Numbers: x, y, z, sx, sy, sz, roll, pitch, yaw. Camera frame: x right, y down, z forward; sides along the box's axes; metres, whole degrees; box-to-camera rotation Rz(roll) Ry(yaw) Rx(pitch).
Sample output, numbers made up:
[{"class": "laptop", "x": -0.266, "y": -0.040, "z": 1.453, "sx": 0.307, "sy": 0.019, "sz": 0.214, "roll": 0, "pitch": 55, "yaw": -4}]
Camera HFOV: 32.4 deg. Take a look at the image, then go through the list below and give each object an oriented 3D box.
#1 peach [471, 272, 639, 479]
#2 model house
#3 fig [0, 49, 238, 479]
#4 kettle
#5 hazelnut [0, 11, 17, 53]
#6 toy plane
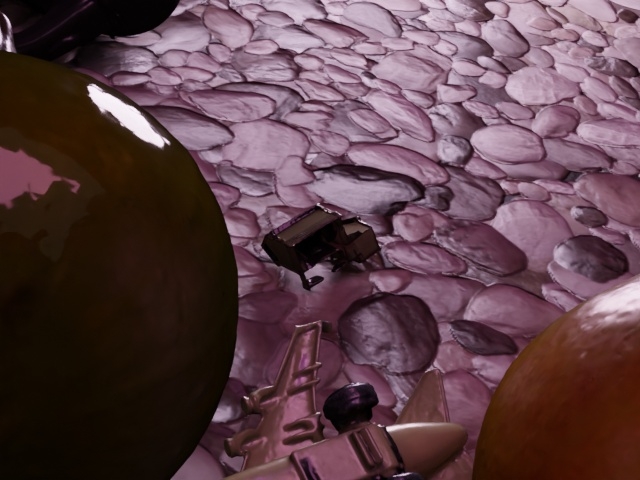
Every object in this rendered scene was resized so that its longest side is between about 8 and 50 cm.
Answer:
[{"class": "peach", "x": 0.234, "y": 0.162, "z": 0.613, "sx": 0.332, "sy": 0.308, "sz": 0.308, "roll": -31, "pitch": 54, "yaw": -23}, {"class": "model house", "x": 0.000, "y": 0.000, "z": 0.935, "sx": 0.083, "sy": 0.057, "sz": 0.058, "roll": -33, "pitch": 28, "yaw": -22}, {"class": "fig", "x": -0.194, "y": 0.025, "z": 0.650, "sx": 0.316, "sy": 0.316, "sz": 0.316, "roll": 9, "pitch": 37, "yaw": -7}, {"class": "kettle", "x": -0.257, "y": -0.316, "z": 1.140, "sx": 0.250, "sy": 0.207, "sz": 0.271, "roll": -18, "pitch": 54, "yaw": -44}, {"class": "hazelnut", "x": -0.320, "y": -0.099, "z": 0.812, "sx": 0.229, "sy": 0.230, "sz": 0.229, "roll": 9, "pitch": 37, "yaw": -7}, {"class": "toy plane", "x": 0.003, "y": 0.154, "z": 0.701, "sx": 0.244, "sy": 0.092, "sz": 0.229, "roll": -9, "pitch": 57, "yaw": -32}]
